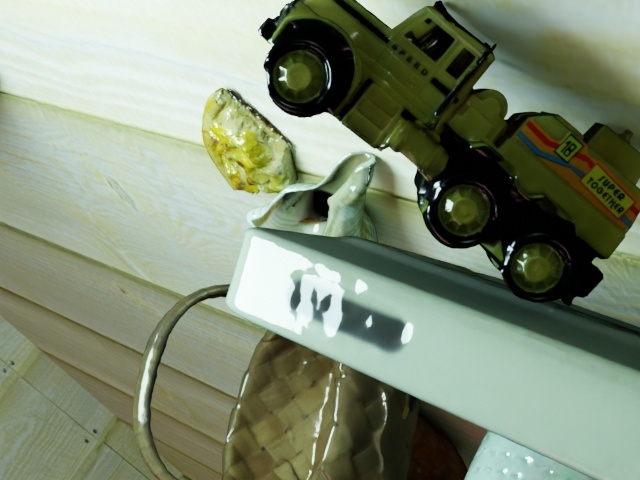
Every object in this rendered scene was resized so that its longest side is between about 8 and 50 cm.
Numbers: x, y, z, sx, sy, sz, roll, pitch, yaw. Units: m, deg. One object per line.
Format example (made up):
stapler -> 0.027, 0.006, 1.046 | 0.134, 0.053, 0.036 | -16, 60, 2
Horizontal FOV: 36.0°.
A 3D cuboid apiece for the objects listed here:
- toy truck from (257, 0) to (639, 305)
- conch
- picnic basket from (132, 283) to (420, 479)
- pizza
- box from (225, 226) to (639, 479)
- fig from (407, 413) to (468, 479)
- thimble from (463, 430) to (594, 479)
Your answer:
toy truck -> 0.081, -0.074, 0.628 | 0.257, 0.127, 0.127 | 35, -170, -2
conch -> -0.001, -0.001, 0.968 | 0.137, 0.114, 0.234 | 15, 118, 20
picnic basket -> -0.074, 0.201, 1.191 | 0.337, 0.293, 0.337 | 12, 163, 4
pizza -> -0.073, -0.085, 0.967 | 0.099, 0.036, 0.160 | 28, 158, 15
box -> 0.164, 0.086, 0.742 | 0.367, 0.091, 0.373 | 21, -176, 32
fig -> 0.028, 0.398, 1.426 | 0.286, 0.368, 0.286 | 39, 160, 17
thimble -> 0.254, 0.283, 1.130 | 0.185, 0.149, 0.211 | 37, 160, -14
